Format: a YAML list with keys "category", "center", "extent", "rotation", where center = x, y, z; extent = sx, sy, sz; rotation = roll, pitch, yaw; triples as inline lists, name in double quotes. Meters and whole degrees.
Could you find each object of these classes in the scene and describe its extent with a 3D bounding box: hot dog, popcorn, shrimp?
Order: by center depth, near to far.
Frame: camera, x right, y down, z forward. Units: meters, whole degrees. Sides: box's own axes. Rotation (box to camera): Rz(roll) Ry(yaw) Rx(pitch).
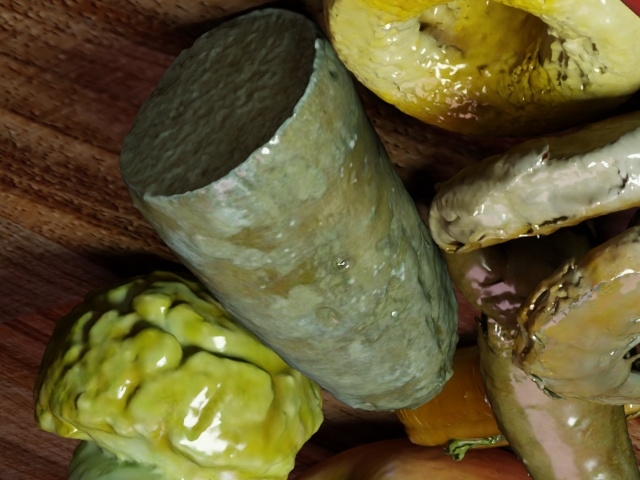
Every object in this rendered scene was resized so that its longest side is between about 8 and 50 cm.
- category: "shrimp"
  center: [0.218, 0.039, 0.947]
  extent: [0.253, 0.058, 0.173]
  rotation: [-3, 142, -18]
- category: "popcorn"
  center: [-0.098, 0.113, 1.254]
  extent: [0.204, 0.184, 0.221]
  rotation: [27, 175, 16]
- category: "hot dog"
  center: [0.137, 0.109, 1.269]
  extent: [0.100, 0.068, 0.249]
  rotation: [24, 155, -27]

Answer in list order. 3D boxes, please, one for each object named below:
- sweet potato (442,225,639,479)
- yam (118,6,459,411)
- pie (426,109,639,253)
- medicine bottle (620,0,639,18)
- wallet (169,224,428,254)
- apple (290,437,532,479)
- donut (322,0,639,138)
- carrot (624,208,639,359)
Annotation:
- category: "sweet potato"
  center: [0.141, 0.069, 1.098]
  extent: [0.098, 0.124, 0.310]
  rotation: [-19, 127, 7]
- category: "yam"
  center: [0.000, 0.000, 1.005]
  extent: [0.133, 0.133, 0.330]
  rotation: [2, 153, 25]
- category: "pie"
  center: [0.134, -0.032, 0.862]
  extent: [0.195, 0.046, 0.195]
  rotation: [-13, 178, 0]
- category: "medicine bottle"
  center: [0.116, -0.152, 0.598]
  extent: [0.131, 0.131, 0.250]
  rotation: [-10, 148, 43]
- category: "wallet"
  center: [-0.011, 0.003, 1.159]
  extent: [0.095, 0.026, 0.176]
  rotation: [31, 148, -27]
- category: "apple"
  center: [0.080, 0.327, 1.451]
  extent: [0.364, 0.364, 0.364]
  rotation: [11, 157, 5]
- category: "donut"
  center: [0.079, -0.104, 0.813]
  extent: [0.162, 0.065, 0.178]
  rotation: [20, 157, -18]
- category: "carrot"
  center: [0.217, 0.044, 1.043]
  extent: [0.102, 0.102, 0.263]
  rotation: [2, 154, 26]
